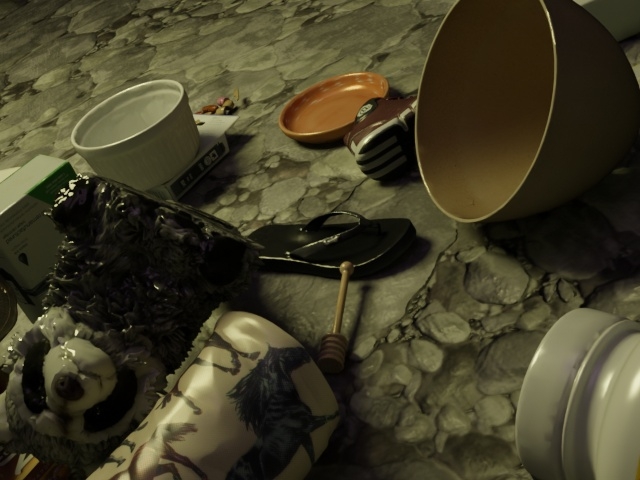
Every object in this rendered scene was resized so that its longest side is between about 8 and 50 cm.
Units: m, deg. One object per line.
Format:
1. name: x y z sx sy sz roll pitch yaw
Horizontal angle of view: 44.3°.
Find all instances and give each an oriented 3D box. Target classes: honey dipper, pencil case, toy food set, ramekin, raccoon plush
1. honey dipper: 0.021 0.082 0.917 0.030 0.030 0.160 -10 41 19
2. pencil case: -0.142 0.244 0.685 0.183 0.160 0.410 -22 22 53
3. toy food set: -0.211 -0.255 1.555 0.122 0.019 0.078 -26 32 10
4. ramekin: -0.303 -0.172 1.331 0.207 0.109 0.207 -16 36 12
5. raccoon plush: -0.195 0.109 0.927 0.216 0.446 0.299 24 91 16

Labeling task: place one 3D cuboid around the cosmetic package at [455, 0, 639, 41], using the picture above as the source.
1. cosmetic package: 0.421 -0.440 1.361 0.284 0.097 0.377 -26 33 2

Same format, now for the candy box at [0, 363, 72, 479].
1. candy box: -0.356 0.231 0.910 0.187 0.053 0.109 24 65 45

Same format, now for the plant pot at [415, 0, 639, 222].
1. plant pot: 0.265 -0.155 0.942 0.191 0.284 0.284 4 26 -22

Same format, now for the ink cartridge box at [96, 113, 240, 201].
1. ink cartridge box: -0.268 -0.156 1.424 0.206 0.045 0.208 11 48 40

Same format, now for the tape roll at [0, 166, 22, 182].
1. tape roll: -0.639 0.005 1.404 0.392 0.072 0.392 -16 34 11

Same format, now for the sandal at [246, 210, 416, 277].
1. sandal: -0.001 0.001 1.035 0.254 0.054 0.097 -4 38 27

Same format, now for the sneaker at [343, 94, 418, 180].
1. sneaker: 0.153 -0.207 1.190 0.281 0.106 0.162 -28 31 -6

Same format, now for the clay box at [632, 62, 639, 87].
1. clay box: 0.519 -0.223 1.033 0.222 0.053 0.127 -25 33 -4

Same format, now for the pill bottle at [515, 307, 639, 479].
1. pill bottle: 0.309 0.152 0.515 0.334 0.188 0.188 15 49 44

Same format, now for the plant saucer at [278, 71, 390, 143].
1. plant saucer: 0.026 -0.223 1.348 0.200 0.037 0.200 -16 35 12

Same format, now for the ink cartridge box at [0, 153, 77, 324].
1. ink cartridge box: -0.386 0.007 1.124 0.087 0.208 0.153 12 48 38

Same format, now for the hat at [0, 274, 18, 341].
1. hat: -0.539 0.155 0.976 0.331 0.134 0.331 1 30 -1
